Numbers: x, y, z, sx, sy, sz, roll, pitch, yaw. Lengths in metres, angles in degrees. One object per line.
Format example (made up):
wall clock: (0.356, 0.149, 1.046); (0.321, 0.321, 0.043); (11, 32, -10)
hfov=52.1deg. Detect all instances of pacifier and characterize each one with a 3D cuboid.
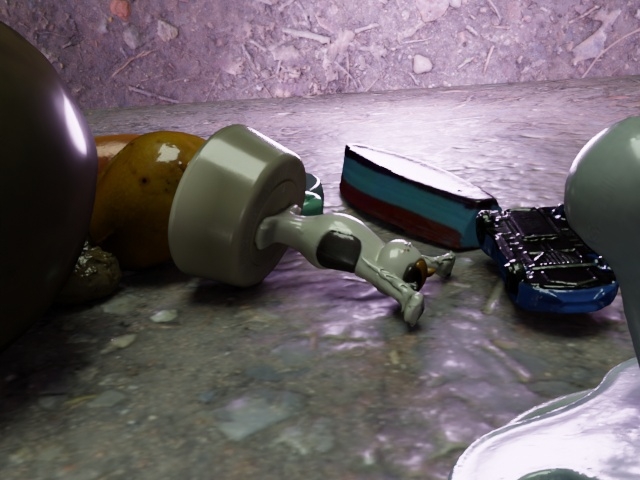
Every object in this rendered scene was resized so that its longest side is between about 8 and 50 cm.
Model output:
pacifier: (0.179, 0.049, 0.333); (0.287, 0.225, 0.238); (-13, 2, -26)

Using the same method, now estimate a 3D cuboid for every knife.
knife: (-0.097, -0.068, 0.876); (0.260, 0.034, 0.063); (20, 32, 38)

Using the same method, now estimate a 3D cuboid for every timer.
timer: (0.000, 0.000, 0.683); (0.266, 0.175, 0.175); (21, 27, 17)

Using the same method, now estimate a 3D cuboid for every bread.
bread: (-0.284, 0.037, 0.727); (0.113, 0.060, 0.082); (1, 17, 14)

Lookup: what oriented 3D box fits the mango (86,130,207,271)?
mango: (-0.211, -0.044, 0.801); (0.236, 0.136, 0.166); (-11, 44, 52)

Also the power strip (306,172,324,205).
power strip: (-0.085, -0.053, 0.955); (0.168, 0.054, 0.253); (2, 19, 22)

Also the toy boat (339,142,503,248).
toy boat: (0.119, -0.073, 0.943); (0.136, 0.079, 0.392); (-11, 22, -22)

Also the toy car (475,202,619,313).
toy car: (0.218, 0.020, 0.644); (0.103, 0.063, 0.216); (-5, 24, 3)

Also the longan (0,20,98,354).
longan: (-0.381, -0.035, 0.533); (0.405, 0.336, 0.404); (-4, 31, 2)

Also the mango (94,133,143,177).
mango: (-0.335, -0.091, 1.001); (0.257, 0.138, 0.187); (-3, 6, -14)
